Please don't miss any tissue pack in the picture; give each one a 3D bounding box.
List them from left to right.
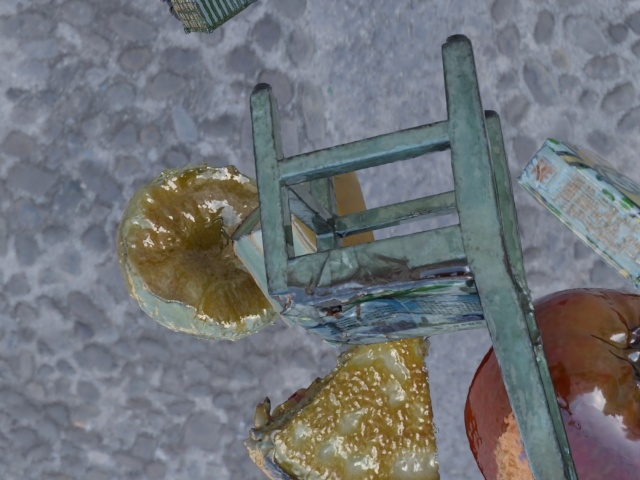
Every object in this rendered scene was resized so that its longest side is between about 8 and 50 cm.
[{"bbox_3d":[0.539,-0.048,1.814,0.228,0.311,0.128,5,126,-53],"label":"tissue pack"}]

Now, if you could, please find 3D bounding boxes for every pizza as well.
[{"bbox_3d":[0.027,0.197,1.143,0.251,0.288,0.074,3,169,-35],"label":"pizza"}]

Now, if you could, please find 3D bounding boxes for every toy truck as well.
[{"bbox_3d":[-0.137,-0.442,1.631,0.121,0.259,0.088,14,139,51],"label":"toy truck"}]

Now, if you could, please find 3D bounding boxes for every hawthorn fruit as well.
[{"bbox_3d":[0.200,0.145,0.775,0.196,0.196,0.225,22,138,-11],"label":"hawthorn fruit"}]

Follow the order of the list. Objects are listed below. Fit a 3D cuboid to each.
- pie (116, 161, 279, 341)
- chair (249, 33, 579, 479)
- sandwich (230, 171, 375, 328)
[{"bbox_3d":[-0.196,0.017,1.735,0.339,0.339,0.083,22,159,-11],"label":"pie"},{"bbox_3d":[0.054,0.039,0.578,0.147,0.270,0.136,-12,163,14],"label":"chair"},{"bbox_3d":[0.000,0.000,1.581,0.155,0.227,0.198,-22,111,38],"label":"sandwich"}]
